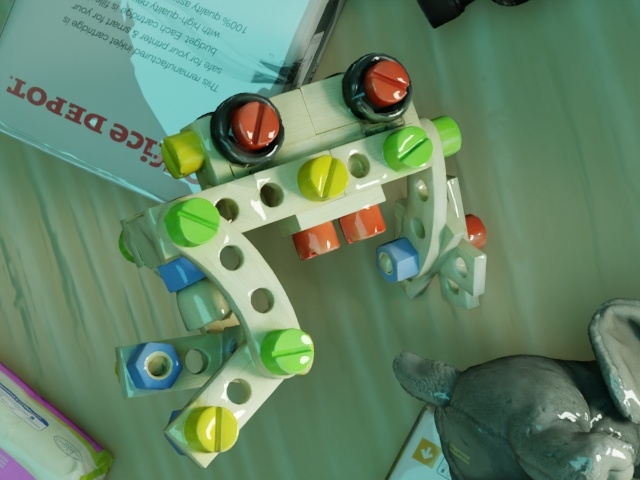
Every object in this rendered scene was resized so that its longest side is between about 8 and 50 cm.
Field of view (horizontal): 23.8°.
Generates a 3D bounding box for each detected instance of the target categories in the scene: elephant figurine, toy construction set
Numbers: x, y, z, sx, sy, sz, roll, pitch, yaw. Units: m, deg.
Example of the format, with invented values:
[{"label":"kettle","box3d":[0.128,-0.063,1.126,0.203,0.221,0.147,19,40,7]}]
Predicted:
[{"label":"elephant figurine","box3d":[0.208,0.127,1.076,0.239,0.169,0.186,-28,112,-33]},{"label":"toy construction set","box3d":[0.000,0.000,1.030,0.151,0.328,0.215,-19,91,49]}]

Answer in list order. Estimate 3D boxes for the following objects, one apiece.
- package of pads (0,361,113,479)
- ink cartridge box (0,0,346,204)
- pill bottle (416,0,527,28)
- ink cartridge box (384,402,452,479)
[{"label":"package of pads","box3d":[-0.331,0.223,1.198,0.229,0.101,0.296,39,99,6]},{"label":"ink cartridge box","box3d":[-0.099,-0.183,1.128,0.211,0.121,0.289,25,97,6]},{"label":"pill bottle","box3d":[0.156,-0.244,1.087,0.219,0.123,0.122,-28,89,9]},{"label":"ink cartridge box","box3d":[0.142,0.328,1.151,0.304,0.072,0.307,29,98,5]}]
